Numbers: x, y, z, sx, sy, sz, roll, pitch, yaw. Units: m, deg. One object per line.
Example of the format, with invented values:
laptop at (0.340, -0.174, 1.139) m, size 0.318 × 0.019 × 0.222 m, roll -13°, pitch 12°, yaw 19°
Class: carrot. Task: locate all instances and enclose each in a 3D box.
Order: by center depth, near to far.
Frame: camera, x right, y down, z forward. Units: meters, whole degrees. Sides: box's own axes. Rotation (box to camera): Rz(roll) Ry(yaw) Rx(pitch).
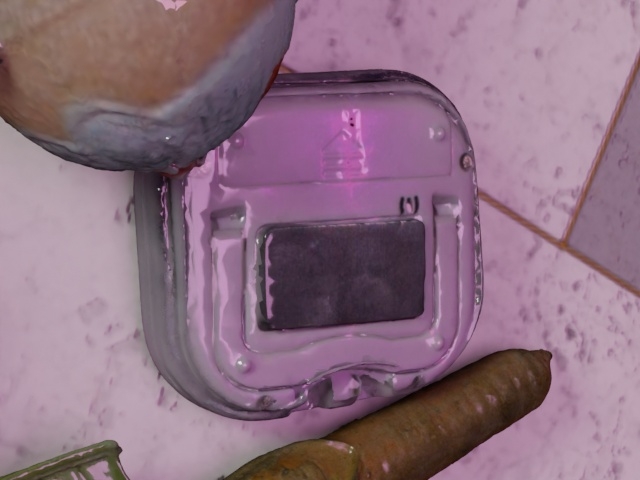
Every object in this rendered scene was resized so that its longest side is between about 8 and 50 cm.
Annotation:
carrot at (0.015, 0.135, 0.866) m, size 0.342 × 0.070 × 0.070 m, roll -27°, pitch 104°, yaw -27°

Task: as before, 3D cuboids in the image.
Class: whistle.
whistle at (-0.054, -0.146, 0.765) m, size 0.348 × 0.189 × 0.189 m, roll -39°, pitch 110°, yaw -36°

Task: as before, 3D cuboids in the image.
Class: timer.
timer at (0.000, 0.000, 0.851) m, size 0.208 × 0.069 × 0.191 m, roll -7°, pitch 98°, yaw -30°

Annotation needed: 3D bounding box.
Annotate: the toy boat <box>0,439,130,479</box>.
toy boat at (-0.218, 0.193, 0.740) m, size 0.293 × 0.055 × 0.093 m, roll -33°, pitch 106°, yaw -24°
